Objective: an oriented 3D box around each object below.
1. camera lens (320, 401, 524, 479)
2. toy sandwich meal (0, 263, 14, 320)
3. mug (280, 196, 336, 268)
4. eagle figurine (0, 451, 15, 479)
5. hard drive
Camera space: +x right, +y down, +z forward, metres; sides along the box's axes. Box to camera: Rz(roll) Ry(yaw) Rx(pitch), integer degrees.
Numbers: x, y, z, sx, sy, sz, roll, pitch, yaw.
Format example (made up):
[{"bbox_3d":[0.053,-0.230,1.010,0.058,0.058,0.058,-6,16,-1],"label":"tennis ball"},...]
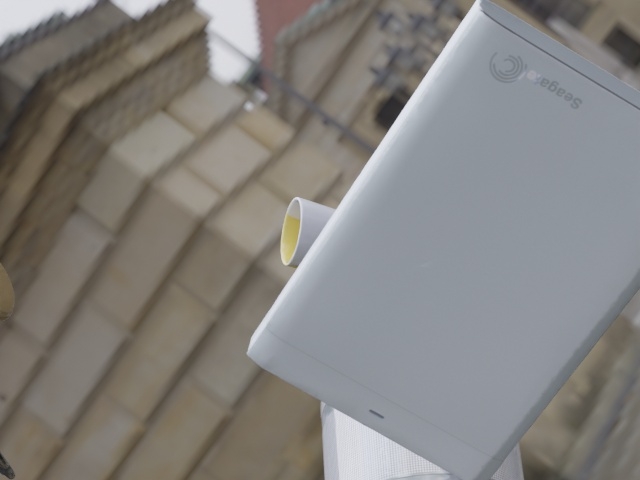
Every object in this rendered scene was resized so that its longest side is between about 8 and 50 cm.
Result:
[{"bbox_3d":[0.112,0.238,1.969,0.219,0.219,0.274,123,152,-46],"label":"camera lens"},{"bbox_3d":[-0.306,0.038,1.586,0.029,0.086,0.085,-28,3,16],"label":"toy sandwich meal"},{"bbox_3d":[0.001,-0.003,1.599,0.078,0.064,0.062,-179,97,-74],"label":"mug"},{"bbox_3d":[-0.349,0.089,1.312,0.226,0.225,0.298,87,170,-49],"label":"eagle figurine"},{"bbox_3d":[0.112,0.011,1.232,0.307,0.203,0.040,-56,10,25],"label":"hard drive"}]
